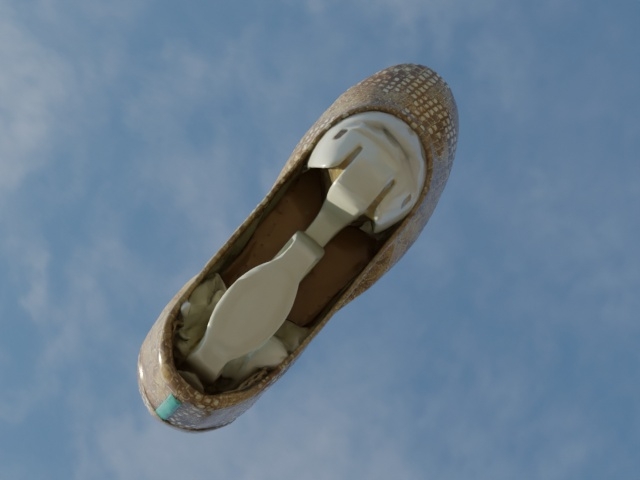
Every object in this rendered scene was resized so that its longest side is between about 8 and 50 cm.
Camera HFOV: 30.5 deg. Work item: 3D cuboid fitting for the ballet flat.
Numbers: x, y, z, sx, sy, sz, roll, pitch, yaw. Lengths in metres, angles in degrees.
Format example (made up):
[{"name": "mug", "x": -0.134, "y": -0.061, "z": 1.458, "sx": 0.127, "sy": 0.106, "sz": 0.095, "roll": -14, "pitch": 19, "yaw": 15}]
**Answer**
[{"name": "ballet flat", "x": 0.000, "y": 0.000, "z": 0.513, "sx": 0.073, "sy": 0.067, "sz": 0.206, "roll": 37, "pitch": -102, "yaw": -3}]
